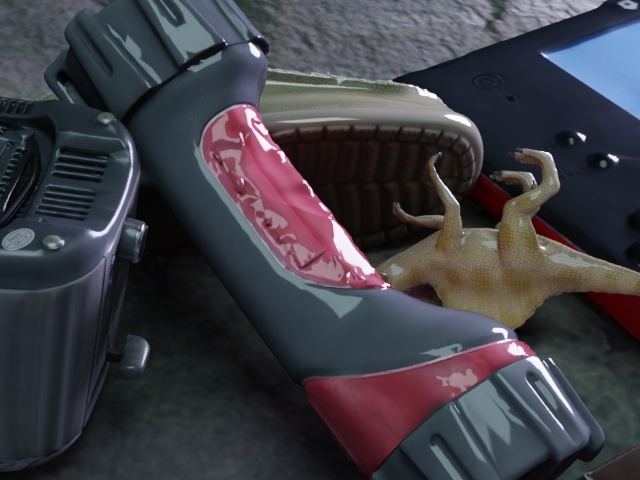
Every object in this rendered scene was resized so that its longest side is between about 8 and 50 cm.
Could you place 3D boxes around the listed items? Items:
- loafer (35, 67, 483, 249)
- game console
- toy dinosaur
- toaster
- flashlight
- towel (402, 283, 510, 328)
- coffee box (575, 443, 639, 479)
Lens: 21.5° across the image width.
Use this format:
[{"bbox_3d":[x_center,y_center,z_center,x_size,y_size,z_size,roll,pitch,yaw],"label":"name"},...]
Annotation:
[{"bbox_3d":[-0.048,-0.054,0.902,0.268,0.102,0.092,-3,47,-7],"label":"loafer"},{"bbox_3d":[0.280,-0.060,0.974,0.386,0.060,0.342,-21,47,-28],"label":"game console"},{"bbox_3d":[0.099,0.004,0.860,0.183,0.053,0.093,1,76,14],"label":"toy dinosaur"},{"bbox_3d":[-0.191,0.015,0.773,0.227,0.146,0.129,8,40,4],"label":"toaster"},{"bbox_3d":[0.000,0.000,0.772,0.103,0.103,0.304,-19,66,-40],"label":"flashlight"},{"bbox_3d":[0.068,0.043,0.870,0.060,0.009,0.083,13,42,9],"label":"towel"},{"bbox_3d":[0.204,0.122,0.674,0.246,0.098,0.141,-23,73,-32],"label":"coffee box"}]
